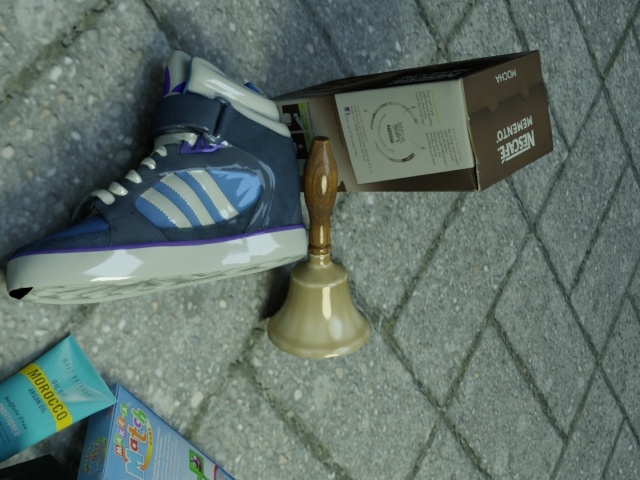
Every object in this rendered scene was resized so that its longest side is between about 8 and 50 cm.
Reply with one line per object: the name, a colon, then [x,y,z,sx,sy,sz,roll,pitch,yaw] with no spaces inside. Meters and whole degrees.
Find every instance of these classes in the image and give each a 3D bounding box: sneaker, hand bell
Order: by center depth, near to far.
sneaker: [-0.167,-0.073,0.819,0.322,0.130,0.236,-8,81,-34]
hand bell: [0.000,0.000,0.930,0.126,0.126,0.242,-26,127,-43]

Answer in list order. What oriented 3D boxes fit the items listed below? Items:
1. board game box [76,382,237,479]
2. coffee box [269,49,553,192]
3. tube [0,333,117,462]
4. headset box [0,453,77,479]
board game box: [-0.159,0.267,0.825,0.211,0.039,0.160,53,20,-35]
coffee box: [0.091,-0.131,0.941,0.168,0.297,0.119,-26,110,-43]
tube: [-0.288,0.165,0.733,0.207,0.052,0.080,-31,90,-43]
headset box: [-0.266,0.262,0.544,0.246,0.283,0.131,-12,95,-30]
